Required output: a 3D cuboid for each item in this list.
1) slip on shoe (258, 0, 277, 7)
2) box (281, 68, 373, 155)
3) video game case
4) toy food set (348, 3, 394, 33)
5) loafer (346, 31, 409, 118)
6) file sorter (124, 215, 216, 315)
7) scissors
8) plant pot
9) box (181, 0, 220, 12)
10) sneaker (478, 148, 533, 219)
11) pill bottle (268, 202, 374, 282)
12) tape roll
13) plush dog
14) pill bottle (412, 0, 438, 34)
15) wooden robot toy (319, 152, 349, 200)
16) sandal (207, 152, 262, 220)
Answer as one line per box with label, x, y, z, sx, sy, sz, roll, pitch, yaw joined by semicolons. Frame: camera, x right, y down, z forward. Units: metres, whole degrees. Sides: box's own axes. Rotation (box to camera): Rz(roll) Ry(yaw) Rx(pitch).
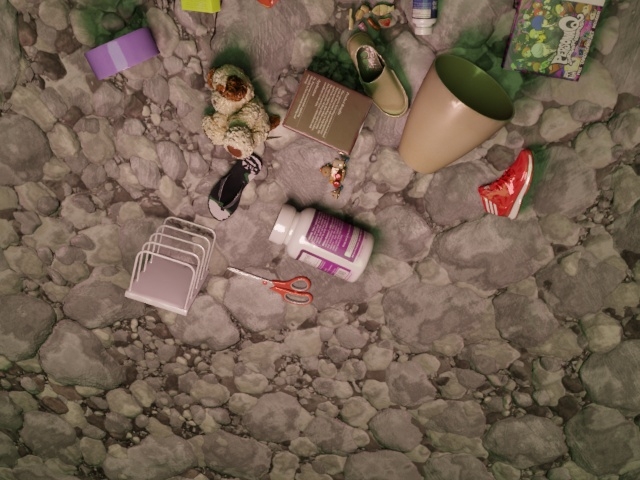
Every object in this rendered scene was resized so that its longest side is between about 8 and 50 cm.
slip on shoe;-0.039;-0.719;1.628;0.331;0.123;0.101;-28;141;13
box;0.017;-0.355;1.737;0.203;0.167;0.168;24;100;-6
video game case;0.614;-0.554;1.663;0.210;0.042;0.232;11;117;2
toy food set;0.138;-0.602;1.706;0.122;0.019;0.078;0;117;-2
loafer;0.156;-0.444;1.735;0.102;0.092;0.268;-31;113;19
file sorter;-0.455;0.068;1.955;0.193;0.277;0.173;18;115;-3
scissors;-0.171;0.155;2.108;0.297;0.021;0.109;7;118;1
plant pot;0.338;-0.320;1.717;0.256;0.256;0.274;30;132;-9
box;-0.327;-0.704;1.666;0.109;0.042;0.178;16;124;26
sneaker;0.537;-0.168;1.838;0.128;0.087;0.221;8;115;1
pill bottle;0.000;0.000;1.932;0.301;0.169;0.169;24;116;-6
tape roll;-0.544;-0.515;1.727;0.189;0.189;0.080;-17;112;14
plush dog;-0.230;-0.384;1.763;0.210;0.262;0.225;-29;125;-17
pill bottle;0.276;-0.610;1.658;0.067;0.067;0.120;1;116;6
wooden robot toy;0.034;-0.209;1.884;0.079;0.076;0.173;16;117;10
sandal;-0.275;-0.165;1.943;0.097;0.054;0.254;31;115;-9
